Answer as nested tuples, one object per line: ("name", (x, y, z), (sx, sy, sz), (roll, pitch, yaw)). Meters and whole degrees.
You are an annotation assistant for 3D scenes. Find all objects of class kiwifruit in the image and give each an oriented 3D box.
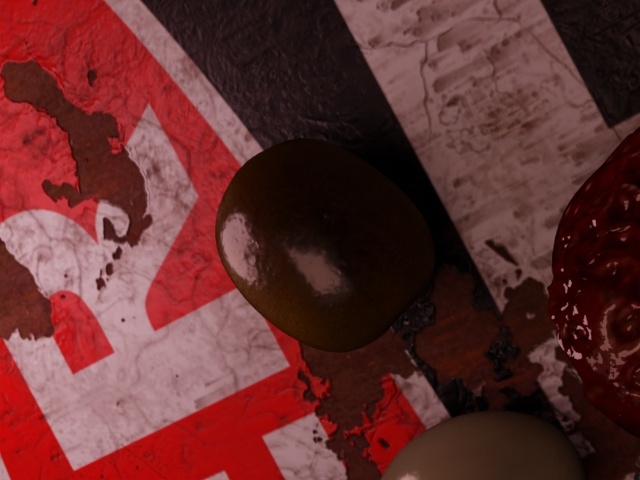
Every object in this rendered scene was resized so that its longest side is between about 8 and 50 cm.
("kiwifruit", (0.000, 0.000, 1.769), (0.234, 0.196, 0.196), (46, 120, 14))

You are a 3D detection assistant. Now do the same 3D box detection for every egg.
("egg", (0.163, 0.273, 1.764), (0.241, 0.186, 0.186), (-38, 85, 23))

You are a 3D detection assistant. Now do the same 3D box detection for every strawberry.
("strawberry", (0.340, 0.043, 1.508), (0.295, 0.345, 0.318), (-10, 100, 31))

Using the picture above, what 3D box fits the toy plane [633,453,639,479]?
("toy plane", (0.379, 0.295, 1.663), (0.252, 0.118, 0.252), (169, 90, -69))
